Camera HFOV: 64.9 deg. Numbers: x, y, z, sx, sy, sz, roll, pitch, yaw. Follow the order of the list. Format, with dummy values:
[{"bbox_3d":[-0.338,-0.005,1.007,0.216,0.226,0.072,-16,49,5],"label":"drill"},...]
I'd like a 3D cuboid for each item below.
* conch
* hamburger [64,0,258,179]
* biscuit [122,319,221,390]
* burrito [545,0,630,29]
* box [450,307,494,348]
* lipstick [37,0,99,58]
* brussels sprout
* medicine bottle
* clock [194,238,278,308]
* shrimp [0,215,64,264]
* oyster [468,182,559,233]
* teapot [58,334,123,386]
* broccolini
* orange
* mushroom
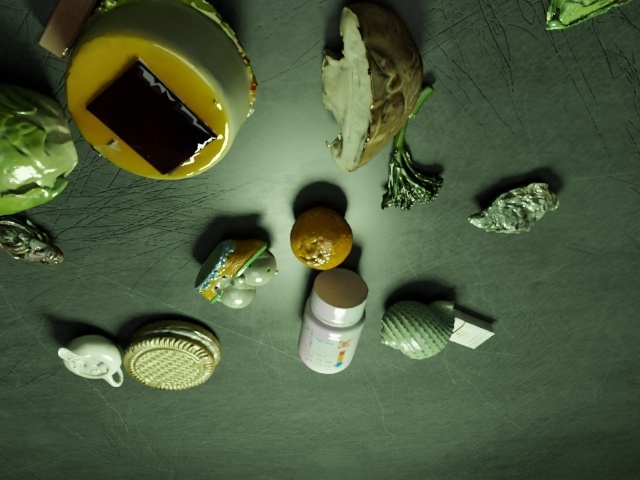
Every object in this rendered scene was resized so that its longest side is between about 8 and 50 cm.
[{"bbox_3d":[0.249,0.228,1.266,0.199,0.131,0.172,-20,112,23],"label":"conch"},{"bbox_3d":[-0.242,-0.237,0.783,0.294,0.179,0.276,-31,125,27],"label":"hamburger"},{"bbox_3d":[-0.396,0.312,1.352,0.258,0.079,0.259,-2,134,-2],"label":"biscuit"},{"bbox_3d":[0.470,-0.415,0.745,0.287,0.054,0.104,-26,129,19],"label":"burrito"},{"bbox_3d":[0.384,0.239,1.363,0.154,0.040,0.084,24,130,-23],"label":"box"},{"bbox_3d":[-0.372,-0.346,0.760,0.045,0.045,0.145,34,123,-28],"label":"lipstick"},{"bbox_3d":[-0.535,-0.151,0.830,0.243,0.244,0.244,-2,133,-2],"label":"brussels sprout"},{"bbox_3d":[0.029,0.196,1.224,0.151,0.152,0.255,4,132,-7],"label":"medicine bottle"},{"bbox_3d":[-0.184,0.075,1.130,0.144,0.103,0.231,24,129,-26],"label":"clock"},{"bbox_3d":[-0.627,-0.006,1.049,0.190,0.075,0.073,42,151,-23],"label":"shrimp"},{"bbox_3d":[0.412,-0.061,1.071,0.177,0.064,0.125,-29,124,20],"label":"oyster"},{"bbox_3d":[-0.593,0.310,1.329,0.145,0.092,0.226,-18,133,16],"label":"teapot"},{"bbox_3d":[0.197,-0.167,0.967,0.123,0.062,0.272,-4,131,-14],"label":"broccolini"},{"bbox_3d":[0.002,0.000,1.062,0.135,0.118,0.136,-4,140,-4],"label":"orange"},{"bbox_3d":[0.096,-0.250,0.843,0.151,0.156,0.286,-21,139,-23],"label":"mushroom"}]
